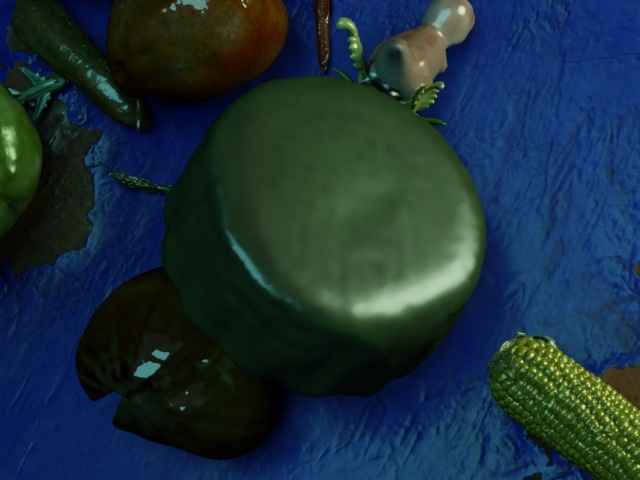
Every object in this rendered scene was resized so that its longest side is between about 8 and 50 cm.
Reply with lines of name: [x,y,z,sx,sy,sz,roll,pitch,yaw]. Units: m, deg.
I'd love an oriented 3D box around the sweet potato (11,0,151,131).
sweet potato: [-0.319,-0.240,2.077,0.075,0.075,0.273,-46,67,-1]

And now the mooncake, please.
mooncake: [0.000,0.000,1.777,0.356,0.194,0.356,12,56,-18]

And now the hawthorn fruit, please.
hawthorn fruit: [-0.174,-0.256,1.980,0.262,0.210,0.210,-48,67,10]

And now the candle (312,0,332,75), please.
candle: [0.003,-0.262,2.019,0.026,0.021,0.167,-6,72,15]

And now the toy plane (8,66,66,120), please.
toy plane: [-0.378,-0.199,2.104,0.083,0.033,0.080,-18,69,3]

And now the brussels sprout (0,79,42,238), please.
brussels sprout: [-0.514,-0.084,1.989,0.317,0.242,0.273,6,86,0]

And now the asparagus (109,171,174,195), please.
asparagus: [-0.163,-0.062,2.005,0.233,0.022,0.023,10,121,16]

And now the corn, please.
corn: [0.311,0.214,1.748,0.293,0.106,0.106,39,87,20]

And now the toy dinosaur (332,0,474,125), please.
toy dinosaur: [0.122,-0.216,1.903,0.152,0.194,0.177,36,107,31]

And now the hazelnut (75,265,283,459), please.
hazelnut: [-0.159,0.150,1.837,0.251,0.217,0.217,41,88,4]
